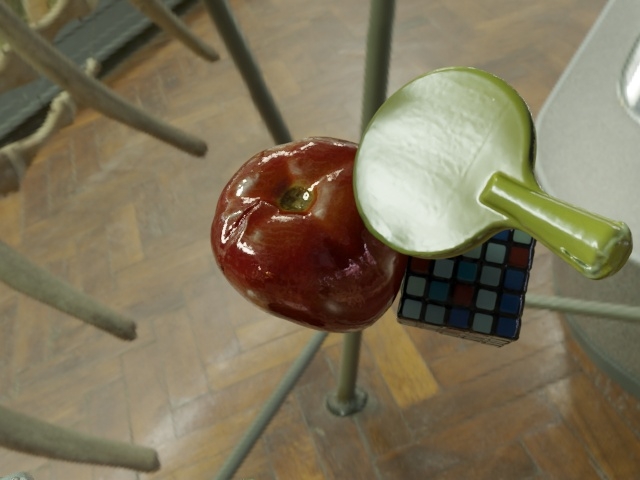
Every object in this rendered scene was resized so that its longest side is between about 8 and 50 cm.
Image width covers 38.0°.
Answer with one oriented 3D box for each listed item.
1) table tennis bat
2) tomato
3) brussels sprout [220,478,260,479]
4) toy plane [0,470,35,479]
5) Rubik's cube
[{"bbox_3d":[0.177,-0.062,1.003,0.369,0.054,0.224,33,97,41],"label":"table tennis bat"},{"bbox_3d":[0.000,0.000,1.290,0.299,0.226,0.298,-11,45,12],"label":"tomato"},{"bbox_3d":[-0.175,0.562,1.585,0.328,0.247,0.328,4,21,-2],"label":"brussels sprout"},{"bbox_3d":[-0.381,0.362,1.109,0.101,0.251,0.255,27,18,-7],"label":"toy plane"},{"bbox_3d":[0.221,0.055,1.429,0.182,0.187,0.184,13,82,6],"label":"Rubik's cube"}]
